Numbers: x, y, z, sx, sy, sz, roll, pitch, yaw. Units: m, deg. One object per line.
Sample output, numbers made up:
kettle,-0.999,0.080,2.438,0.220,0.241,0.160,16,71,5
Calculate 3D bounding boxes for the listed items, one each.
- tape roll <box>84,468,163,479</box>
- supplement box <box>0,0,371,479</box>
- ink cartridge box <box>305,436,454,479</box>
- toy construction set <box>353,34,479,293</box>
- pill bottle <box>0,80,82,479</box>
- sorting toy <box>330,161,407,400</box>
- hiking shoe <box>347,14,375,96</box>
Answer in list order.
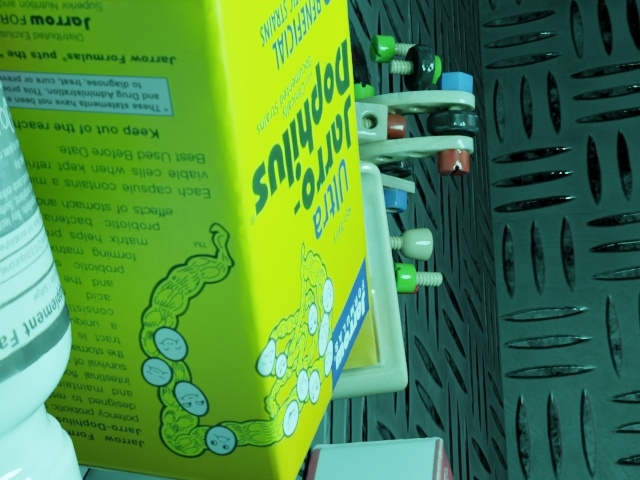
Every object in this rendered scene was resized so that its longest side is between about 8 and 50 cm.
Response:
tape roll,-0.103,0.252,0.824,0.219,0.072,0.219,-7,90,-74
supplement box,-0.096,-0.061,0.635,0.194,0.195,0.356,-62,152,-52
ink cartridge box,0.094,0.451,1.253,0.279,0.160,0.385,-78,155,-51
toy construction set,0.028,-0.081,1.325,0.257,0.237,0.309,-138,-128,-68
pill bottle,-0.196,0.006,0.462,0.162,0.162,0.278,-55,136,-67
sorting toy,-0.034,0.047,0.925,0.038,0.193,0.208,-91,173,-71
hiking shoe,0.040,-0.209,1.523,0.114,0.086,0.227,-18,98,-71
